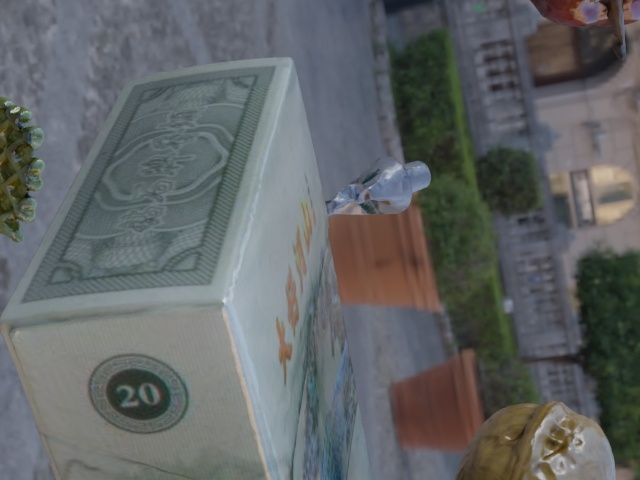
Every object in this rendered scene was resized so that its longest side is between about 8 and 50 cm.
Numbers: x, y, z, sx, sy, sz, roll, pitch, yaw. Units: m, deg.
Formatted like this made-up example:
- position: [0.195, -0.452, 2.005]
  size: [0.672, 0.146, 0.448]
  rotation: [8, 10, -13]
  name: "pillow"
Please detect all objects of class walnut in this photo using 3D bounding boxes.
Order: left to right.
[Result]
- position: [0.217, 0.249, 1.239]
  size: [0.206, 0.159, 0.159]
  rotation: [-51, 136, -44]
  name: "walnut"

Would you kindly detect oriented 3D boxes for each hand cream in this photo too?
- position: [-0.002, -0.003, 1.000]
  size: [0.050, 0.257, 0.084]
  rotation: [56, -29, -3]
  name: "hand cream"

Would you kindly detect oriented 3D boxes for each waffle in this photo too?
- position: [-0.382, -0.083, 1.343]
  size: [0.036, 0.183, 0.169]
  rotation: [-11, 117, -64]
  name: "waffle"

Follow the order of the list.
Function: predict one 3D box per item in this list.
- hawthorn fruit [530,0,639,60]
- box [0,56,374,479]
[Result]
- position: [0.263, -0.275, 1.133]
  size: [0.207, 0.207, 0.243]
  rotation: [60, 21, -63]
  name: "hawthorn fruit"
- position: [-0.027, 0.083, 0.453]
  size: [0.164, 0.069, 0.256]
  rotation: [-81, 163, -57]
  name: "box"
